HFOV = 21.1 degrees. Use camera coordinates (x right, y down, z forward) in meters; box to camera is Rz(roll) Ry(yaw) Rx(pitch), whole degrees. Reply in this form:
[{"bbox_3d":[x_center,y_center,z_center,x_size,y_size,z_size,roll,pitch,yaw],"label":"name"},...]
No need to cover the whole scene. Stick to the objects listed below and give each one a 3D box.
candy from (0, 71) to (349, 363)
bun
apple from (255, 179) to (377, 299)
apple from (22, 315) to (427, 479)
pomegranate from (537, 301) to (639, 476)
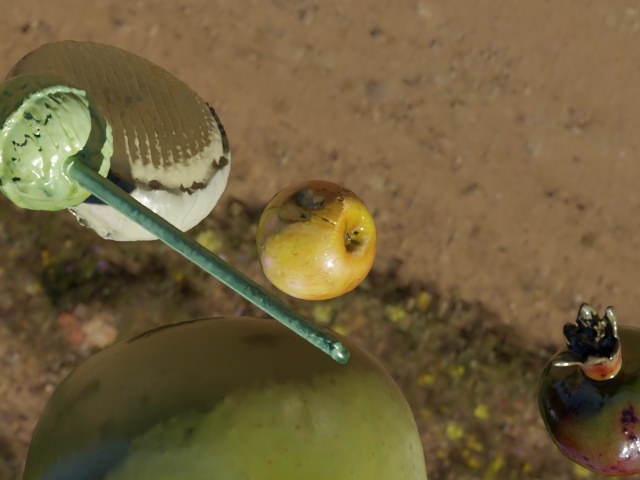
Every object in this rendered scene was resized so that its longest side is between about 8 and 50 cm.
[{"bbox_3d":[-0.103,-0.010,1.065,0.335,0.092,0.093,35,121,33],"label":"candy"},{"bbox_3d":[-0.244,-0.104,1.972,0.287,0.287,0.146,30,124,-4],"label":"bun"},{"bbox_3d":[0.000,0.000,1.974,0.146,0.146,0.146,19,147,13],"label":"apple"},{"bbox_3d":[-0.078,0.238,1.451,0.357,0.357,0.357,19,147,13],"label":"apple"},{"bbox_3d":[0.239,0.121,1.366,0.129,0.129,0.159,19,163,12],"label":"pomegranate"}]
